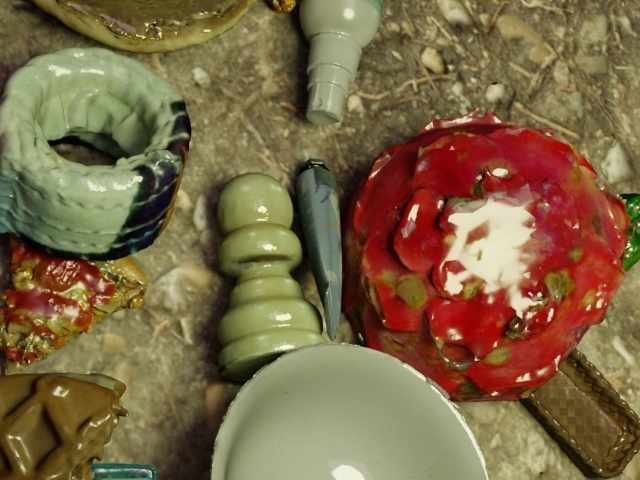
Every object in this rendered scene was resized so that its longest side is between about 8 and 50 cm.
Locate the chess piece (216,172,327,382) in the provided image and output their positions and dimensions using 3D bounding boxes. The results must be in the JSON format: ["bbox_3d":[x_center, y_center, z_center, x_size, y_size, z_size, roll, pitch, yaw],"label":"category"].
[{"bbox_3d":[-0.071,0.037,1.289,0.133,0.133,0.243,-1,68,-22],"label":"chess piece"}]

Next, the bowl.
[{"bbox_3d":[0.012,0.300,1.196,0.345,0.157,0.346,13,58,-22],"label":"bowl"}]

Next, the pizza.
[{"bbox_3d":[-0.304,0.067,1.215,0.188,0.062,0.199,26,67,-9],"label":"pizza"}]

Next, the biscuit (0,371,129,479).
[{"bbox_3d":[-0.318,0.310,1.060,0.268,0.115,0.367,-1,76,7],"label":"biscuit"}]

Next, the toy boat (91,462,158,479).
[{"bbox_3d":[-0.211,0.355,1.140,0.109,0.098,0.238,5,72,-17],"label":"toy boat"}]

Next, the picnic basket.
[{"bbox_3d":[0.334,0.220,1.419,0.193,0.055,0.110,48,62,-1],"label":"picnic basket"}]

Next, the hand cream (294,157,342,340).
[{"bbox_3d":[0.000,0.000,1.306,0.055,0.088,0.256,-4,45,-1],"label":"hand cream"}]

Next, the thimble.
[{"bbox_3d":[-0.266,-0.095,1.206,0.237,0.150,0.237,11,49,-13],"label":"thimble"}]

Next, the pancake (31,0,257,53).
[{"bbox_3d":[-0.236,-0.403,1.376,0.386,0.082,0.387,9,65,-21],"label":"pancake"}]

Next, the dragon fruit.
[{"bbox_3d":[0.207,0.003,1.314,0.386,0.249,0.371,-5,74,-6],"label":"dragon fruit"}]

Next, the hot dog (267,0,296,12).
[{"bbox_3d":[-0.042,-0.383,1.453,0.045,0.071,0.165,12,70,-15],"label":"hot dog"}]

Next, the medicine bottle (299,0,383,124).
[{"bbox_3d":[0.029,-0.318,1.438,0.110,0.110,0.352,15,69,-17],"label":"medicine bottle"}]

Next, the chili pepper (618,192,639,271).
[{"bbox_3d":[0.366,0.022,1.482,0.253,0.083,0.099,-31,85,-22],"label":"chili pepper"}]
